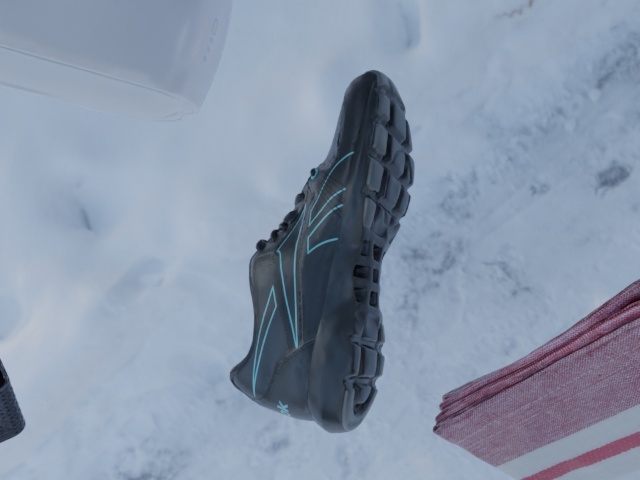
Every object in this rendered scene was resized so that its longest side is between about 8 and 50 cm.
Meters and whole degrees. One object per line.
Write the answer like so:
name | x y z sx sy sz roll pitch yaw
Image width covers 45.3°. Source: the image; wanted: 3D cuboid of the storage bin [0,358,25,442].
storage bin | -0.496 0.209 1.058 0.122 0.084 0.180 -21 34 -26

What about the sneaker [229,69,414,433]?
sneaker | 0.000 0.000 0.564 0.106 0.101 0.267 7 79 25

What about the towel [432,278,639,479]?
towel | 0.271 0.146 0.499 0.237 0.329 0.037 -44 19 45

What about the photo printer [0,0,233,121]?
photo printer | -0.208 -0.236 0.595 0.107 0.308 0.256 -10 72 54
